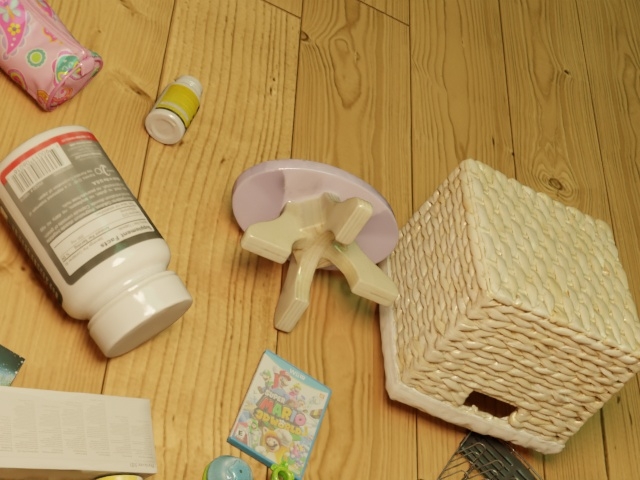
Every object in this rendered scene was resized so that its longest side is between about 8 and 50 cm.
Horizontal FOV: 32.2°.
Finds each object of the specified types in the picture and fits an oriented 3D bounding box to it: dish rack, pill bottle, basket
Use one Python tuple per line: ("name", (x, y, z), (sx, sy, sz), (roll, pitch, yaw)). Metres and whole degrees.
("dish rack", (0.257, 0.400, 1.647), (0.208, 0.074, 0.271), (46, 43, 1))
("pill bottle", (-0.301, 0.002, 1.471), (0.161, 0.161, 0.283), (-25, 75, -45))
("pill bottle", (-0.228, -0.211, 1.757), (0.065, 0.065, 0.116), (33, 45, -12))
("basket", (0.293, 0.101, 1.740), (0.328, 0.266, 0.331), (22, 38, -21))

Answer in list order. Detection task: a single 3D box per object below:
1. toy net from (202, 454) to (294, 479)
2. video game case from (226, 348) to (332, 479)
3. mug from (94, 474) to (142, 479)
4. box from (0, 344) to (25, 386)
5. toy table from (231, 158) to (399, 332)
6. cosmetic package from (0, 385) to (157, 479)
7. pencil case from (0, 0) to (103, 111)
("toy net", (-0.091, 0.386, 1.422), (0.122, 0.045, 0.232), (20, 50, -26))
("video game case", (-0.055, 0.247, 1.573), (0.119, 0.015, 0.166), (33, 44, -11))
("mug", (-0.250, 0.321, 1.339), (0.078, 0.062, 0.064), (20, 55, -46))
("box", (-0.488, 0.148, 1.304), (0.233, 0.044, 0.159), (33, 44, -12))
("toy table", (0.000, 0.000, 1.657), (0.274, 0.252, 0.161), (12, 35, -15))
("cosmetic package", (-0.311, 0.235, 1.322), (0.239, 0.060, 0.099), (15, 55, -43))
("pencil case", (-0.455, -0.325, 1.637), (0.284, 0.124, 0.124), (47, 43, 1))
